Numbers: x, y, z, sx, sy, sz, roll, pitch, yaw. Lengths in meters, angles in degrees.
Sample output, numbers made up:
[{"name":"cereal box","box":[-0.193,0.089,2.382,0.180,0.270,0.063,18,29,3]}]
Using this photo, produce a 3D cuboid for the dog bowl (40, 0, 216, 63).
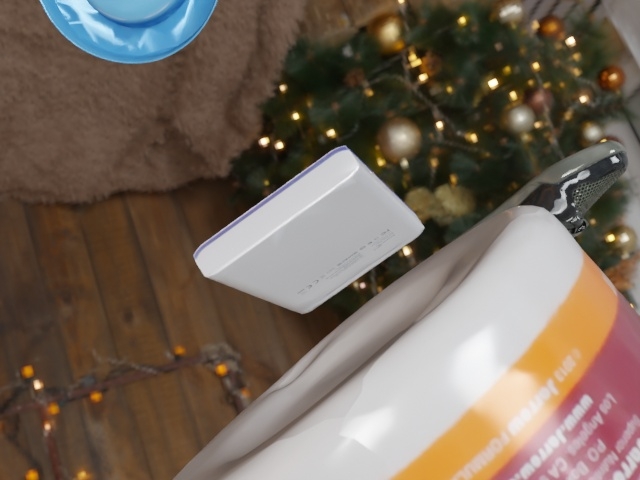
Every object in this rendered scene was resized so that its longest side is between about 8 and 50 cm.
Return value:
[{"name":"dog bowl","box":[-0.134,-0.299,0.867,0.074,0.166,0.297,-56,168,-78]}]

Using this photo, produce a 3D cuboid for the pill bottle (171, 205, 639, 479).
[{"name":"pill bottle","box":[0.130,0.199,0.426,0.224,0.392,0.224,-40,-179,1]}]

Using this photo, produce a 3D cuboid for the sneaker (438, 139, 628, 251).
[{"name":"sneaker","box":[0.221,0.011,0.957,0.227,0.130,0.087,-40,159,9]}]

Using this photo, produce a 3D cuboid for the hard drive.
[{"name":"hard drive","box":[0.000,0.000,1.231,0.210,0.040,0.319,-35,160,9]}]
